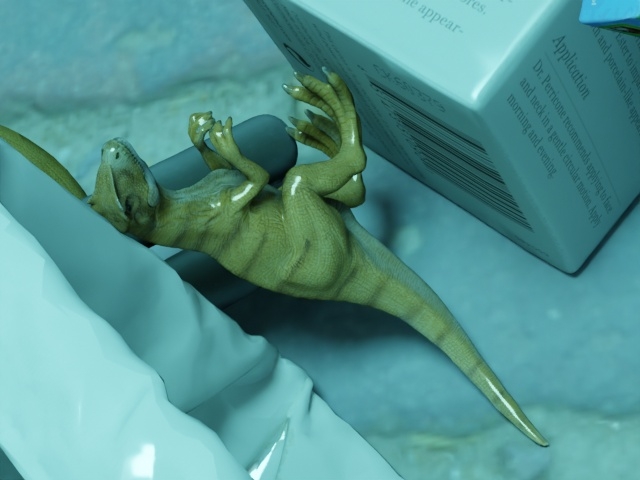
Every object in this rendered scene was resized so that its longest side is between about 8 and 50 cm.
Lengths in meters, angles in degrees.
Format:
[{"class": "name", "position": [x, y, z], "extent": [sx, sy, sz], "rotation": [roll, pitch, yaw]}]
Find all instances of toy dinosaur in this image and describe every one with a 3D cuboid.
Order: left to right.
[{"class": "toy dinosaur", "position": [0.000, 0.000, 0.699], "extent": [0.064, 0.211, 0.112], "rotation": [-25, 47, 57]}]

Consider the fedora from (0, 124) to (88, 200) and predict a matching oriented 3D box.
[{"class": "fedora", "position": [-0.184, 0.038, 0.769], "extent": [0.194, 0.194, 0.079], "rotation": [-56, 21, -10]}]

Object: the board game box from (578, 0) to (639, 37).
[{"class": "board game box", "position": [0.200, -0.133, 0.621], "extent": [0.039, 0.211, 0.160], "rotation": [9, 89, 61]}]

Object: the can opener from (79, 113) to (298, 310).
[{"class": "can opener", "position": [-0.127, 0.037, 0.719], "extent": [0.283, 0.095, 0.076], "rotation": [-29, 89, -29]}]

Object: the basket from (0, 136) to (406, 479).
[{"class": "basket", "position": [-0.071, 0.171, 0.529], "extent": [0.266, 0.331, 0.328], "rotation": [-45, 57, -1]}]

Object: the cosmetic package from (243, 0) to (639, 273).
[{"class": "cosmetic package", "position": [0.085, -0.119, 0.710], "extent": [0.151, 0.151, 0.184], "rotation": [35, 81, 33]}]
